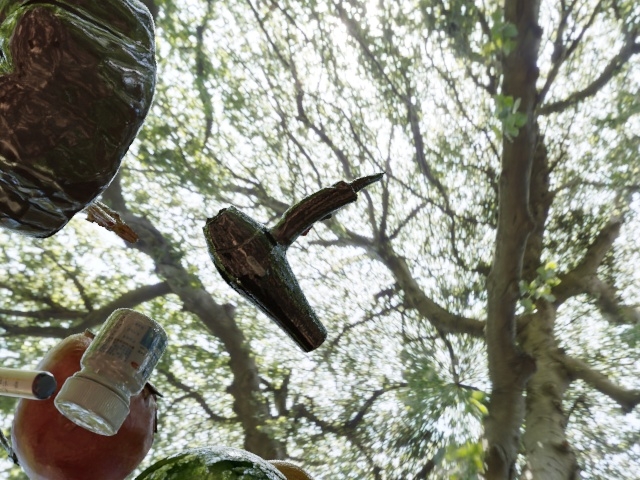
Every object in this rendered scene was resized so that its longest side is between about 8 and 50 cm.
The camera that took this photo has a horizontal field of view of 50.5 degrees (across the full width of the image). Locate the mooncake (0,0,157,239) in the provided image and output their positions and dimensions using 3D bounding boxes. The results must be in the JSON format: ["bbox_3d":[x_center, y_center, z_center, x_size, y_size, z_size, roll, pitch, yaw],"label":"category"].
[{"bbox_3d":[-0.322,-0.164,0.752,0.306,0.154,0.306,-19,-120,35],"label":"mooncake"}]

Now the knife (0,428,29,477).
[{"bbox_3d":[-0.628,0.437,1.385,0.222,0.021,0.046,19,-61,48],"label":"knife"}]

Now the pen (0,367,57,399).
[{"bbox_3d":[-0.400,0.154,0.766,0.269,0.033,0.033,-3,-103,29],"label":"pen"}]

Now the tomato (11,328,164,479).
[{"bbox_3d":[-0.459,0.317,1.252,0.309,0.170,0.309,-1,-111,3],"label":"tomato"}]

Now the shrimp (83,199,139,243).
[{"bbox_3d":[-0.396,-0.049,1.244,0.162,0.095,0.045,38,-115,-15],"label":"shrimp"}]

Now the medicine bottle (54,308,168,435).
[{"bbox_3d":[-0.310,0.195,1.024,0.105,0.105,0.168,15,-128,14],"label":"medicine bottle"}]

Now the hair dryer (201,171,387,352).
[{"bbox_3d":[0.000,0.000,0.926,0.271,0.091,0.235,-39,-75,-5],"label":"hair dryer"}]

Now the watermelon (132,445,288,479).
[{"bbox_3d":[-0.129,0.354,0.772,0.242,0.242,0.242,-2,-102,11],"label":"watermelon"}]

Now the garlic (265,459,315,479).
[{"bbox_3d":[-0.095,0.532,1.297,0.228,0.110,0.217,21,-131,-14],"label":"garlic"}]
